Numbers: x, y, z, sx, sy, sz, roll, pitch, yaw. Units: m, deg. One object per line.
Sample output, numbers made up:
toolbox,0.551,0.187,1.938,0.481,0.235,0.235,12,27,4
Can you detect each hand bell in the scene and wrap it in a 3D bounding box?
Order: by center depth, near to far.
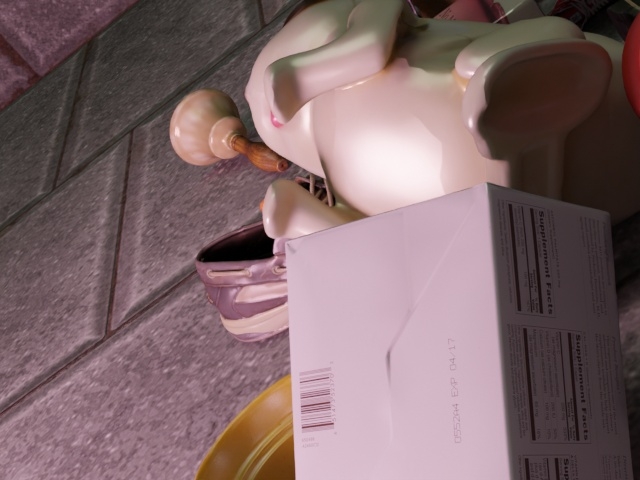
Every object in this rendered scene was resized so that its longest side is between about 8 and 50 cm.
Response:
hand bell,-0.120,-0.145,1.898,0.126,0.126,0.242,-46,36,-11

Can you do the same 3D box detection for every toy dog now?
toy dog,0.104,-0.135,1.206,0.395,0.284,0.408,-35,40,-30

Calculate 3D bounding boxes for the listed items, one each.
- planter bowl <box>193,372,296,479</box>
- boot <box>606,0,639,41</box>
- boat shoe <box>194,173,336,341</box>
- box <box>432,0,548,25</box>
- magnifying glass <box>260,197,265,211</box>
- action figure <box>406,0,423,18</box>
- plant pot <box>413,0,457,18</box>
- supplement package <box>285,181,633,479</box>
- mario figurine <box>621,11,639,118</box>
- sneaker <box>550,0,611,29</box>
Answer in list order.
planter bowl,-0.008,0.213,1.111,0.217,0.090,0.217,-34,25,18
boot,0.397,-0.252,1.330,0.137,0.077,0.198,-33,26,6
boat shoe,0.000,0.000,1.410,0.355,0.130,0.132,-28,27,27
box,0.173,-0.195,1.489,0.232,0.127,0.148,-36,24,13
magnifying glass,-0.013,-0.042,1.631,0.092,0.026,0.231,-50,25,-18
action figure,0.068,-0.217,1.643,0.099,0.185,0.285,2,53,35
plant pot,0.162,-0.402,1.771,0.254,0.237,0.237,-38,20,42
supplement package,0.097,0.115,0.904,0.204,0.145,0.261,-15,72,45
mario figurine,0.385,-0.143,0.954,0.321,0.170,0.198,0,44,42
sneaker,0.328,-0.290,1.523,0.118,0.042,0.067,-25,24,46
